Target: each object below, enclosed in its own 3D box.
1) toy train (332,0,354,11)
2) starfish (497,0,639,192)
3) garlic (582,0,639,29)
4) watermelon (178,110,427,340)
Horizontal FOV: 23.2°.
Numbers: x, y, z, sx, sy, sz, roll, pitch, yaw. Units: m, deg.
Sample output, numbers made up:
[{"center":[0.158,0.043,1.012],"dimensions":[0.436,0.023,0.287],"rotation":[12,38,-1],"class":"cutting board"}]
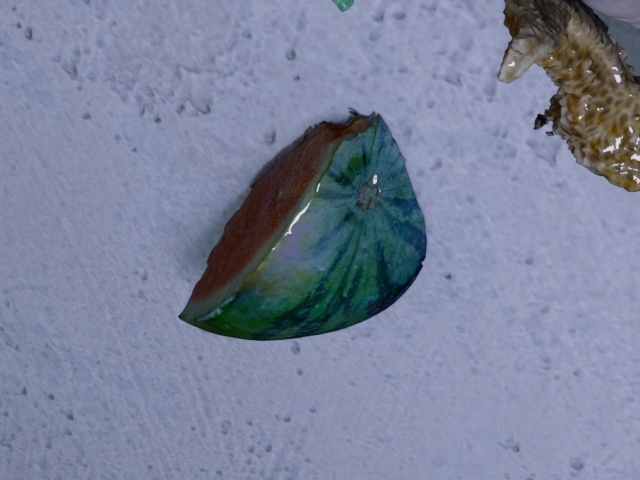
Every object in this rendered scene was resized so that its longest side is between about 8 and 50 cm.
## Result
[{"center":[0.009,-0.231,0.971],"dimensions":[0.099,0.081,0.149],"rotation":[-16,118,45],"class":"toy train"},{"center":[0.187,-0.071,0.903],"dimensions":[0.293,0.301,0.084],"rotation":[35,104,-19],"class":"starfish"},{"center":[0.183,-0.210,0.815],"dimensions":[0.212,0.218,0.219],"rotation":[31,151,55],"class":"garlic"},{"center":[0.009,0.020,1.208],"dimensions":[0.146,0.128,0.231],"rotation":[30,141,-20],"class":"watermelon"}]
